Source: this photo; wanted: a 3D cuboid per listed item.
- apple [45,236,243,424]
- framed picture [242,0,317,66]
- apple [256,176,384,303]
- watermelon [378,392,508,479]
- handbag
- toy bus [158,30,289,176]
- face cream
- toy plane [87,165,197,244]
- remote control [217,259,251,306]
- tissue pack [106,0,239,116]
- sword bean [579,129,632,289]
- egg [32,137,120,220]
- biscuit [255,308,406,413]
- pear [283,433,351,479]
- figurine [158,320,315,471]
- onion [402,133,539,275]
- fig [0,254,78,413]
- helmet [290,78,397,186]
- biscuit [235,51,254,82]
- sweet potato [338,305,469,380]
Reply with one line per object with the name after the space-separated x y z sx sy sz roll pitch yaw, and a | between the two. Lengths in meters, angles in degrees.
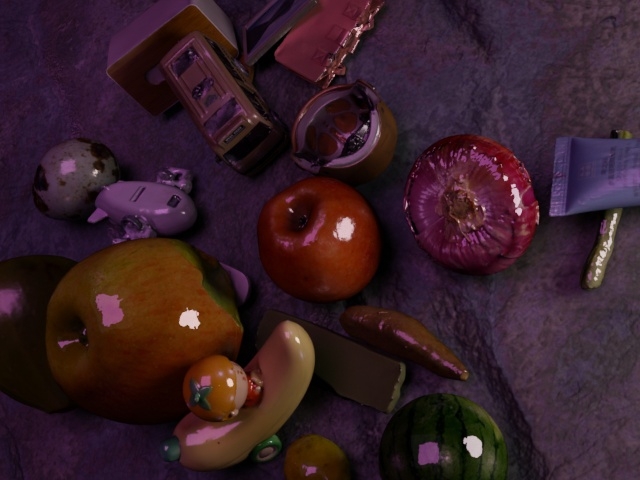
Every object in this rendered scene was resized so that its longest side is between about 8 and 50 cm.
-0.313 0.156 1.808 0.339 0.339 0.339 -15 60 28 | apple
-0.088 -0.465 2.121 0.203 0.015 0.150 -39 36 26 | framed picture
0.000 0.000 1.758 0.218 0.201 0.218 -16 54 22 | apple
0.176 0.327 1.478 0.188 0.188 0.214 -16 53 28 | watermelon
0.018 -0.414 2.040 0.157 0.059 0.212 35 91 42 | handbag
-0.194 -0.273 2.032 0.139 0.157 0.289 -40 62 13 | toy bus
0.528 -0.104 1.501 0.385 0.086 0.135 -2 68 29 | face cream
-0.358 -0.062 2.083 0.252 0.118 0.252 -13 43 12 | toy plane
-0.204 0.070 1.965 0.229 0.044 0.073 19 99 46 | remote control
-0.318 -0.415 2.193 0.246 0.159 0.136 -34 37 18 | tissue pack
0.442 -0.049 1.577 0.043 0.038 0.269 0 68 47 | sword bean
-0.532 -0.126 2.210 0.231 0.169 0.169 -32 52 35 | egg
0.011 0.202 1.746 0.322 0.038 0.099 18 92 40 | biscuit
-0.006 0.371 1.641 0.107 0.107 0.131 -53 40 2 | pear
-0.137 0.255 1.689 0.324 0.222 0.124 -53 45 23 | figurine
0.252 -0.058 1.648 0.230 0.163 0.230 5 99 32 | onion
-0.546 0.185 1.995 0.316 0.316 0.316 -15 60 28 | fig
0.054 -0.179 1.852 0.198 0.130 0.224 -47 35 0 | helmet
-0.192 -0.334 2.169 0.118 0.023 0.140 6 72 37 | biscuit
0.143 0.160 1.664 0.244 0.077 0.077 20 80 32 | sweet potato
